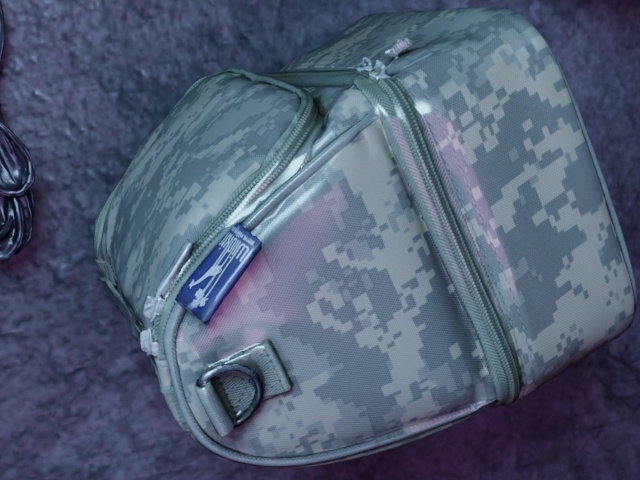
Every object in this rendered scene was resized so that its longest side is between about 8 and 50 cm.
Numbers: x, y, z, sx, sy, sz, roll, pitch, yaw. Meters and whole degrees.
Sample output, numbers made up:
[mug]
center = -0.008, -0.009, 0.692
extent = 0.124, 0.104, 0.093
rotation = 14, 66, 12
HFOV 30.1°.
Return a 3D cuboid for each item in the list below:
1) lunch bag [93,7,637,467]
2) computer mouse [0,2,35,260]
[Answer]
[lunch bag]
center = 0.000, 0.000, 0.712
extent = 0.256, 0.305, 0.213
rotation = -29, 108, -11
[computer mouse]
center = -0.322, -0.057, 0.730
extent = 0.272, 0.072, 0.189
rotation = -14, 103, -27
